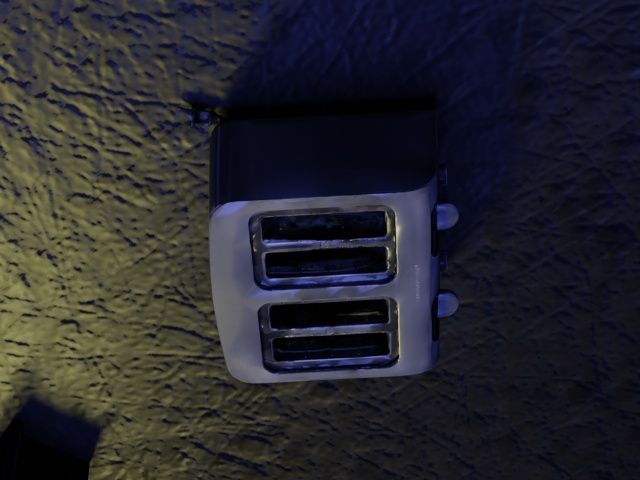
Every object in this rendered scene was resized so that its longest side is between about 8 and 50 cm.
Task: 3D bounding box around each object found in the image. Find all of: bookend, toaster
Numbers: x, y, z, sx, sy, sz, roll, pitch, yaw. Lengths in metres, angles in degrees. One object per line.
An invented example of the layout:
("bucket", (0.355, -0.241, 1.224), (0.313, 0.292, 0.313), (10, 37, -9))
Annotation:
("bookend", (-0.223, 0.249, 1.235), (0.157, 0.072, 0.156), (27, 122, -21))
("toaster", (0.000, 0.000, 1.027), (0.186, 0.110, 0.168), (-3, 127, 1))
